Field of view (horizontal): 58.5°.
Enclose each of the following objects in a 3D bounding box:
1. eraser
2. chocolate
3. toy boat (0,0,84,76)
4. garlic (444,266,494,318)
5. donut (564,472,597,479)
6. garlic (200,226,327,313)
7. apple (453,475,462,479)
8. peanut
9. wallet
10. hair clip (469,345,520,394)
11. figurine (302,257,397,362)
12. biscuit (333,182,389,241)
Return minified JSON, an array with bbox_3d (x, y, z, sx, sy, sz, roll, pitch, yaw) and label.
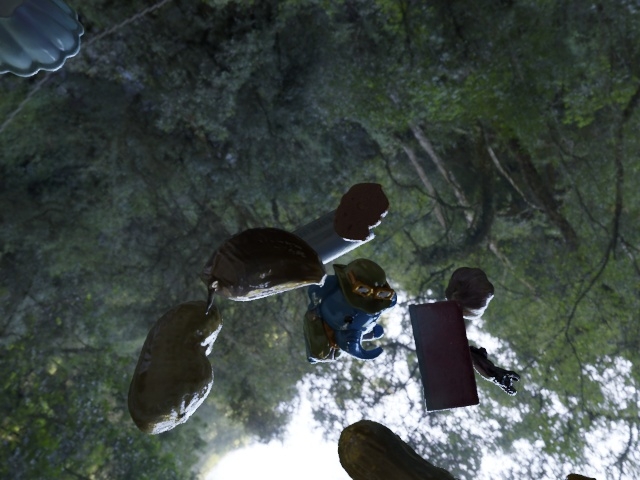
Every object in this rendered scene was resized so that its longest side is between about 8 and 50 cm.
[{"bbox_3d":[0.000,0.000,1.371,0.227,0.081,0.174,-26,-158,-4],"label":"eraser"},{"bbox_3d":[0.165,0.461,1.089,0.309,0.134,0.134,37,-105,20],"label":"chocolate"},{"bbox_3d":[-0.585,-0.415,1.040,0.100,0.290,0.200,99,11,-65],"label":"toy boat"},{"bbox_3d":[0.407,0.145,1.589,0.159,0.102,0.147,140,-56,-62],"label":"garlic"},{"bbox_3d":[0.462,0.500,1.042,0.058,0.152,0.152,15,-126,24],"label":"donut"},{"bbox_3d":[-0.098,0.043,0.823,0.198,0.091,0.128,-9,-148,-34],"label":"garlic"},{"bbox_3d":[0.251,0.715,1.335,0.357,0.357,0.357,-29,-150,19],"label":"apple"},{"bbox_3d":[-0.251,0.216,1.012,0.137,0.122,0.253,5,-125,2],"label":"peanut"},{"bbox_3d":[0.268,0.246,1.244,0.119,0.025,0.232,-6,-108,-3],"label":"wallet"},{"bbox_3d":[0.392,0.295,1.354,0.056,0.146,0.187,-59,-151,3],"label":"hair clip"},{"bbox_3d":[0.058,0.154,1.181,0.179,0.262,0.154,17,-146,5],"label":"figurine"},{"bbox_3d":[0.080,-0.058,1.125,0.102,0.019,0.130,24,-102,28],"label":"biscuit"}]
